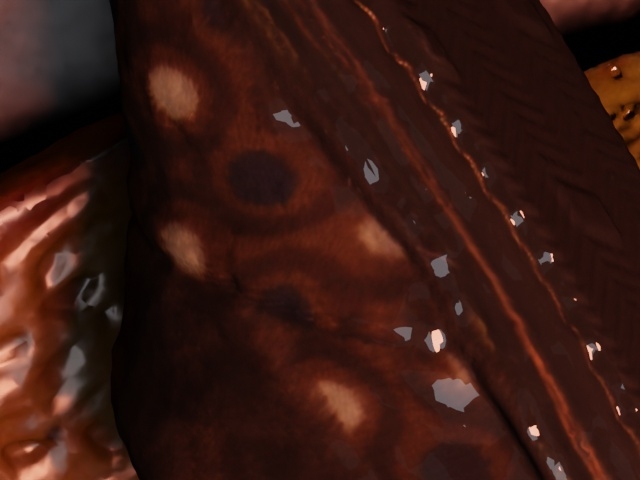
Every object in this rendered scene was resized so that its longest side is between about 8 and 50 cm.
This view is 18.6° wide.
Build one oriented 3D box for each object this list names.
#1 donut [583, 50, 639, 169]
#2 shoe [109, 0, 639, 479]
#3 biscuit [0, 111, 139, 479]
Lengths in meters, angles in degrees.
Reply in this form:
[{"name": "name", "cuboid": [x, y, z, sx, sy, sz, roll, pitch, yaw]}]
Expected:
[{"name": "donut", "cuboid": [0.197, 0.031, 0.955, 0.272, 0.107, 0.272, -10, 134, -11]}, {"name": "shoe", "cuboid": [0.000, 0.000, 0.828, 0.237, 0.171, 0.384, -32, 92, 31]}, {"name": "biscuit", "cuboid": [-0.083, 0.104, 0.960, 0.359, 0.046, 0.359, -11, 115, -26]}]
